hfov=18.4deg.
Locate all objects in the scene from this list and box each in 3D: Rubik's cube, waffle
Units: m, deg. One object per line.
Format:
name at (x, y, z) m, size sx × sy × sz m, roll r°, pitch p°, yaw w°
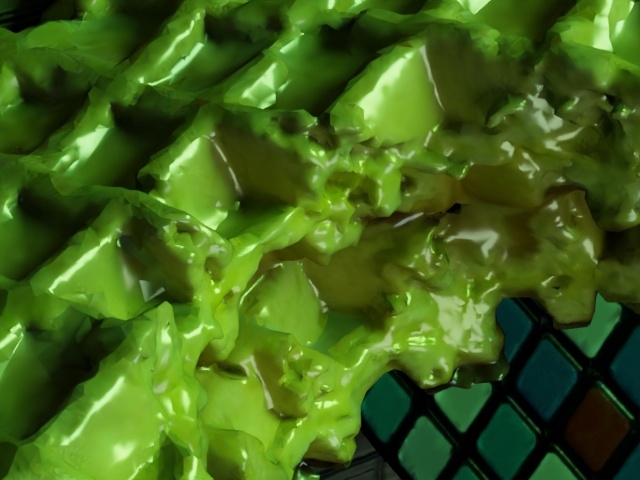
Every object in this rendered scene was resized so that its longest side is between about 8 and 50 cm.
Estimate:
Rubik's cube at (0.161, 0.070, 0.898) m, size 0.187 × 0.182 × 0.184 m, roll 8°, pitch 120°, yaw -42°
waffle at (0.000, 0.000, 0.651) m, size 0.324 × 0.261 × 0.151 m, roll -31°, pitch 132°, yaw -14°
